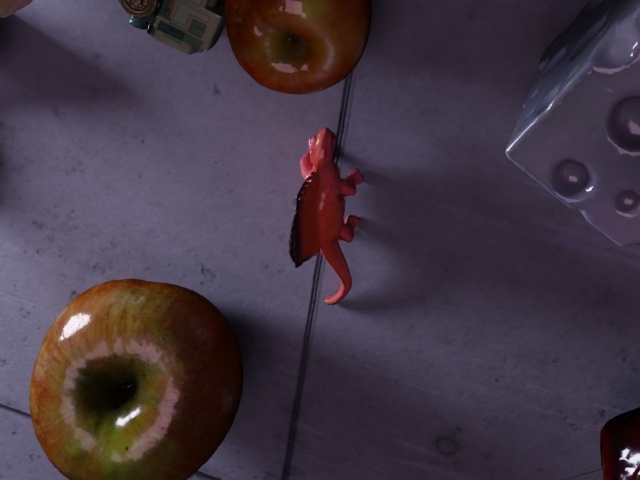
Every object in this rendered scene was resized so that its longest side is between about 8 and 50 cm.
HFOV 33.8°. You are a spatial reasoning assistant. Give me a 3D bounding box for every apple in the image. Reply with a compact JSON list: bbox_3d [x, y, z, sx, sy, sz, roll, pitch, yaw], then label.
[{"bbox_3d":[-0.022,-0.240,1.107,0.163,0.139,0.163,6,133,6],"label":"apple"},{"bbox_3d":[-0.240,0.191,1.424,0.309,0.250,0.277,-42,86,15],"label":"apple"}]

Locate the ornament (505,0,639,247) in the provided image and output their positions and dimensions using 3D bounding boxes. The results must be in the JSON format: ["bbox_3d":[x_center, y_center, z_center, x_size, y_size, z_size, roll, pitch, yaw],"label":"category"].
[{"bbox_3d":[0.351,-0.137,0.963,0.240,0.240,0.239,38,127,-5],"label":"ornament"}]

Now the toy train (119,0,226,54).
[{"bbox_3d":[-0.142,-0.303,1.147,0.125,0.080,0.194,25,126,-9],"label":"toy train"}]

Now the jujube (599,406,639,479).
[{"bbox_3d":[0.504,0.310,1.217,0.377,0.258,0.258,14,126,18],"label":"jujube"}]

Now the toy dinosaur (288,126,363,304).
[{"bbox_3d":[-0.002,0.001,1.254,0.070,0.139,0.286,11,126,15],"label":"toy dinosaur"}]

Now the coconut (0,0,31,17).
[{"bbox_3d":[-0.479,-0.365,1.040,0.405,0.404,0.404,10,125,15],"label":"coconut"}]
